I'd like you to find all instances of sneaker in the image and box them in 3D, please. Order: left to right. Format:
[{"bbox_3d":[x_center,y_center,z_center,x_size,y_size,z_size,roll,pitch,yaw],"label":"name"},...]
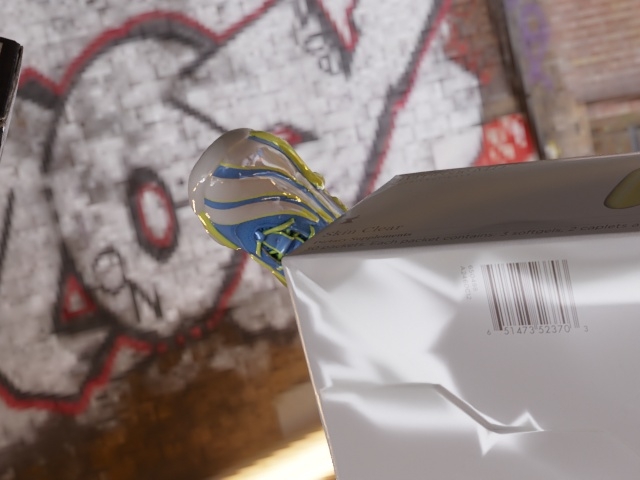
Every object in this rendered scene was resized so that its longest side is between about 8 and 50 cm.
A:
[{"bbox_3d":[0.000,0.000,1.111,0.126,0.091,0.240,34,178,32],"label":"sneaker"}]

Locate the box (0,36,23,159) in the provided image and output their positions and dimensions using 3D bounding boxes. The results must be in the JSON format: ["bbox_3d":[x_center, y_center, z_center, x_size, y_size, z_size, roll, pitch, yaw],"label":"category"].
[{"bbox_3d":[-0.449,-0.066,1.152,0.394,0.318,0.097,11,-129,-12],"label":"box"}]

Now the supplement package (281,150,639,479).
[{"bbox_3d":[0.144,0.069,0.789,0.261,0.204,0.145,-4,-163,30],"label":"supplement package"}]
